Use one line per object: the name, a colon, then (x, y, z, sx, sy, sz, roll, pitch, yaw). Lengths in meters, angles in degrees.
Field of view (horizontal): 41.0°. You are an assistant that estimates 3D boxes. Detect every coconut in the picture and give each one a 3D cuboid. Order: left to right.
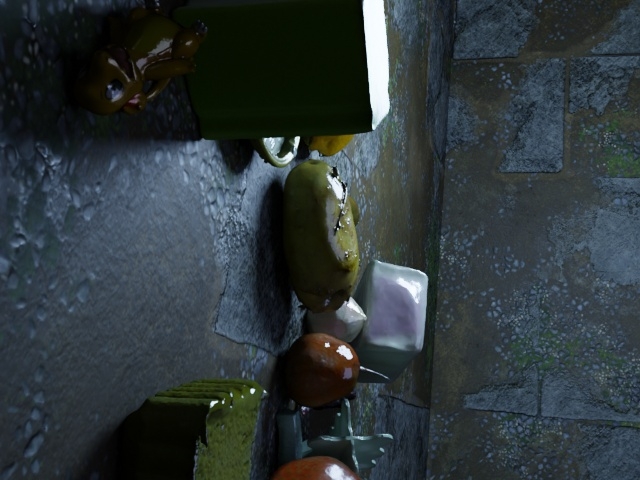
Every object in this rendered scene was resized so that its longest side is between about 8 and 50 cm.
coconut: (0.038, 0.162, 1.786, 0.110, 0.125, 0.110, 1, 90, -72)

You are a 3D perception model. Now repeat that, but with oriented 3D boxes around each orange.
orange: (0.016, -0.241, 1.722, 0.170, 0.112, 0.160, -88, 168, -49)

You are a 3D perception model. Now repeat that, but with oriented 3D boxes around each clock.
clock: (-0.091, -0.237, 1.430, 0.237, 0.057, 0.237, 0, 90, -73)

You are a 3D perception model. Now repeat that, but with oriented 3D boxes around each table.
table: (0.044, 0.414, 1.662, 0.198, 0.167, 0.166, 108, -4, -56)

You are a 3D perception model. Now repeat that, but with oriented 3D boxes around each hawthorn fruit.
hawthorn fruit: (-0.031, 0.500, 1.475, 0.262, 0.211, 0.210, -34, 127, -47)
hawthorn fruit: (0.013, 0.236, 1.636, 0.149, 0.189, 0.149, 63, 4, -8)

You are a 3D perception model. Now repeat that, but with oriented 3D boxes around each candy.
candy: (0.143, 0.200, 1.964, 0.358, 0.145, 0.208, 105, -5, -68)

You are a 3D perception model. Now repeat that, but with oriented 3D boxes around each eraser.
eraser: (-0.048, -0.245, 1.181, 0.092, 0.274, 0.210, -69, 156, -53)

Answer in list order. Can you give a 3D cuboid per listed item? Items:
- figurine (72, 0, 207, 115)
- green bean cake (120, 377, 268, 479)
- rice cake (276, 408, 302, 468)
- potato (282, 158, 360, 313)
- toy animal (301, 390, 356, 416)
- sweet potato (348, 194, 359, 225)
figurine: (-0.215, -0.188, 0.973, 0.176, 0.121, 0.122, -50, 168, -45)
green bean cake: (-0.160, 0.305, 1.115, 0.233, 0.124, 0.236, 8, 83, -73)
rice cake: (-0.060, 0.443, 1.618, 0.042, 0.045, 0.245, -6, 98, -75)
potato: (0.000, 0.000, 1.613, 0.173, 0.140, 0.300, -65, 152, -68)
toy animal: (0.003, 0.324, 1.789, 0.105, 0.070, 0.202, 50, 22, 11)
sweet potato: (0.043, -0.068, 1.877, 0.244, 0.077, 0.077, 44, 50, -71)
